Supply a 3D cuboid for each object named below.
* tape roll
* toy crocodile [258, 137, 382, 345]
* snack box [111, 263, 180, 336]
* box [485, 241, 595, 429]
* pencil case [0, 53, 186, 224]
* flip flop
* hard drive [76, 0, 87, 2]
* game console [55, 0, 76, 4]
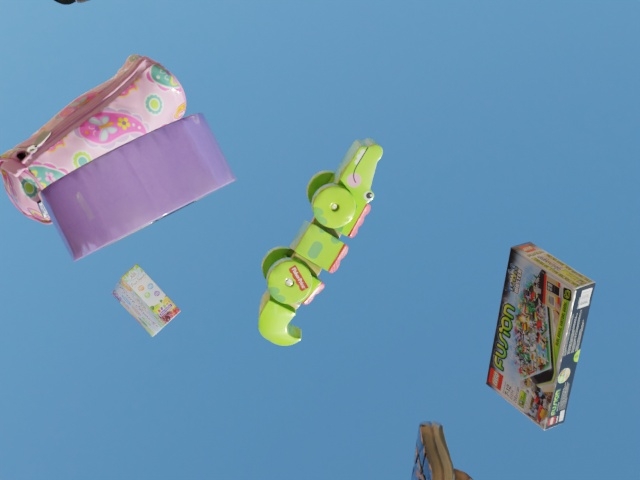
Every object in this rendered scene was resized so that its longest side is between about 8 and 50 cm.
[{"bbox_3d":[-0.187,-0.054,1.166,0.189,0.080,0.189,-26,-177,2],"label":"tape roll"},{"bbox_3d":[0.000,0.000,1.698,0.341,0.105,0.115,-59,-167,5],"label":"toy crocodile"},{"bbox_3d":[-0.277,0.096,1.792,0.100,0.141,0.037,46,-111,-3],"label":"snack box"},{"bbox_3d":[0.269,0.118,1.408,0.036,0.207,0.114,-14,-147,-32],"label":"box"},{"bbox_3d":[-0.318,-0.144,1.584,0.124,0.124,0.284,22,-127,37],"label":"pencil case"},{"bbox_3d":[0.142,0.293,1.179,0.080,0.112,0.277,8,-152,-6],"label":"flip flop"},{"bbox_3d":[-0.076,-0.136,0.317,0.094,0.135,0.022,-4,-140,43],"label":"hard drive"},{"bbox_3d":[-0.145,-0.210,0.651,0.144,0.124,0.085,-35,-156,17],"label":"game console"}]
